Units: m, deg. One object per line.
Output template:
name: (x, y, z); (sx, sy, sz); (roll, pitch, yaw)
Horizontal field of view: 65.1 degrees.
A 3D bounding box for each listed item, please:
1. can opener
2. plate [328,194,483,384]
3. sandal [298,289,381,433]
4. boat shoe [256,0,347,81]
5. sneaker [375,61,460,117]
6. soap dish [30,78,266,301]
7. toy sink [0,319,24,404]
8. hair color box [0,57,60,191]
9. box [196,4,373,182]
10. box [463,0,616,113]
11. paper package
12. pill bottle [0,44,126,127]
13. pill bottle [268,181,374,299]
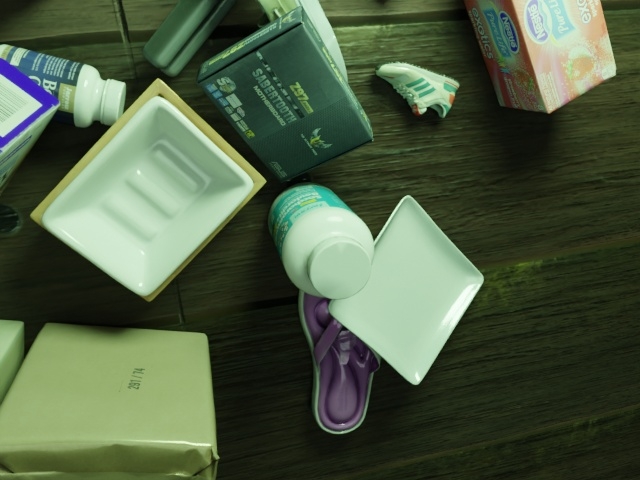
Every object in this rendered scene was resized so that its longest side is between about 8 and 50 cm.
can opener: (-0.174, -0.382, 0.766); (0.093, 0.074, 0.280); (38, 96, 12)
plate: (0.171, 0.100, 0.992); (0.277, 0.045, 0.278); (43, 74, -24)
sandal: (0.056, 0.226, 1.014); (0.170, 0.102, 0.416); (-9, 111, -11)
boat shoe: (-0.051, -0.343, 0.764); (0.094, 0.109, 0.302); (-30, 127, 2)
sneaker: (0.168, -0.264, 0.889); (0.161, 0.057, 0.075); (10, 101, -20)
soap dish: (-0.271, -0.075, 0.817); (0.291, 0.118, 0.229); (-45, 113, 4)
toy sink: (-0.634, 0.217, 0.814); (0.234, 0.153, 0.131); (7, 108, -17)
hair color box: (-0.507, -0.068, 0.672); (0.110, 0.185, 0.339); (39, 117, -24)
box: (-0.048, -0.214, 0.785); (0.184, 0.059, 0.232); (-22, 135, 19)
box: (0.355, -0.383, 0.841); (0.142, 0.154, 0.299); (-31, 115, -2)
paper package: (-0.337, 0.288, 0.819); (0.310, 0.325, 0.168); (9, 107, -17)
pill bottle: (-0.385, -0.222, 0.747); (0.170, 0.094, 0.094); (10, 107, -17)
pill bottle: (0.000, 0.000, 0.831); (0.146, 0.264, 0.146); (-5, 110, -13)
